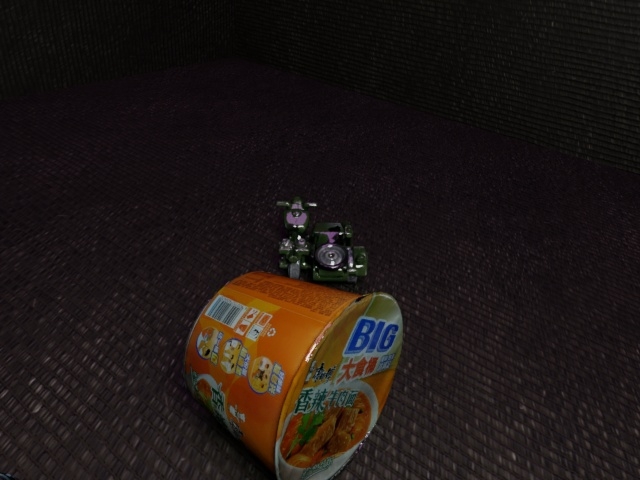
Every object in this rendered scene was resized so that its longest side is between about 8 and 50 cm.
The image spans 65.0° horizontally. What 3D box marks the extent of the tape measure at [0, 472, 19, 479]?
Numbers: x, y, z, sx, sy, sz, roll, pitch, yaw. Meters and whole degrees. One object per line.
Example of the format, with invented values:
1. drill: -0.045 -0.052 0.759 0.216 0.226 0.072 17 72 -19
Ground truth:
1. tape measure: -0.411 0.335 0.620 0.094 0.054 0.091 28 37 20

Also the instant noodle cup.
1. instant noodle cup: -0.043 0.178 0.733 0.214 0.296 0.296 19 34 34

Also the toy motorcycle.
1. toy motorcycle: 0.000 0.000 1.141 0.206 0.127 0.275 1 36 -2
